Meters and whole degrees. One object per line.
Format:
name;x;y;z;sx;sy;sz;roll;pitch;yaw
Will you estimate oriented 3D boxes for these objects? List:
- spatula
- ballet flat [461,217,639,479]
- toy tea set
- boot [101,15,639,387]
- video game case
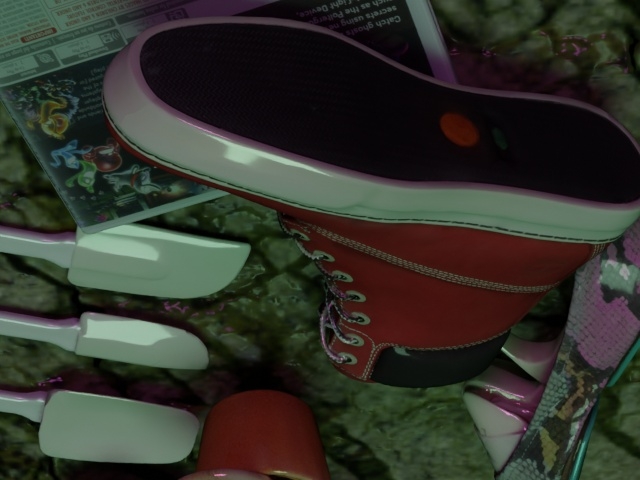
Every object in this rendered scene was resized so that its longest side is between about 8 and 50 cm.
spatula;-0.170;0.045;0.845;0.242;0.019;0.168;9;134;-12
ballet flat;0.118;0.065;0.852;0.079;0.077;0.221;20;128;4
toy tea set;-0.047;0.225;0.939;0.200;0.124;0.336;-11;138;8
boot;0.000;0.000;0.738;0.244;0.088;0.176;13;138;-25
video game case;-0.050;-0.090;0.720;0.190;0.022;0.173;-16;132;11
